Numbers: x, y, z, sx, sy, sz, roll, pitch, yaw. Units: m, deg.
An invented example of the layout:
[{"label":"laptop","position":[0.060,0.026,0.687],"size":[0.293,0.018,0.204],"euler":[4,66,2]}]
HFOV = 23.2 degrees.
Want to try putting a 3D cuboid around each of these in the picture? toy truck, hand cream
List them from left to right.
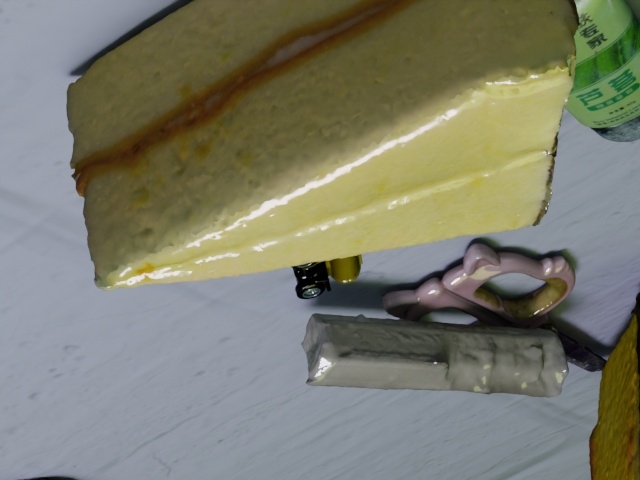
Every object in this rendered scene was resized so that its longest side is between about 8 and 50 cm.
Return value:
[{"label":"toy truck","position":[0.000,0.000,1.107],"size":[0.054,0.049,0.083],"euler":[-16,152,-2]},{"label":"hand cream","position":[0.177,-0.114,1.001],"size":[0.095,0.046,0.175],"euler":[-27,147,24]}]

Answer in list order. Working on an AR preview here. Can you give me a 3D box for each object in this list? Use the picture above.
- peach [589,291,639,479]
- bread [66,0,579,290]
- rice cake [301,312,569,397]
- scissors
[{"label":"peach","position":[0.396,0.176,1.354],"size":[0.380,0.306,0.242],"euler":[-12,139,-19]},{"label":"bread","position":[-0.009,-0.089,0.831],"size":[0.264,0.168,0.163],"euler":[-11,149,-8]},{"label":"rice cake","position":[0.094,0.093,1.254],"size":[0.256,0.057,0.052],"euler":[6,145,-32]},{"label":"scissors","position":[0.174,0.074,1.346],"size":[0.160,0.024,0.317],"euler":[-32,147,22]}]
